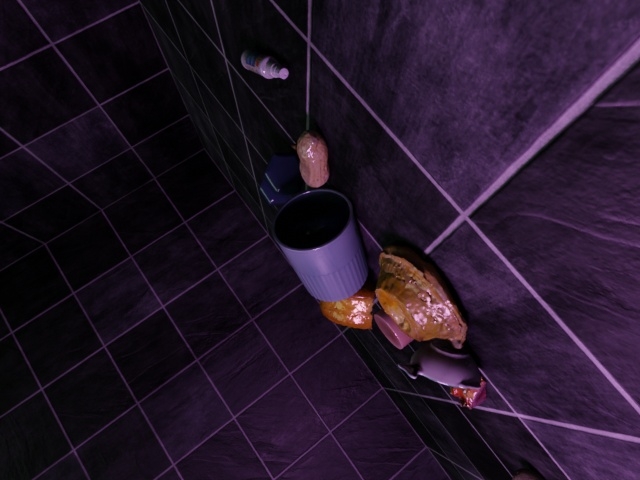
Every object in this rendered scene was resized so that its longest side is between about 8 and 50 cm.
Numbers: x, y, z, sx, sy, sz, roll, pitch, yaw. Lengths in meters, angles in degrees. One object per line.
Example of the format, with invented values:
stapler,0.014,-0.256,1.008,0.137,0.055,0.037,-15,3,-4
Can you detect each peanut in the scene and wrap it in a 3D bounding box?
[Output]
peanut,-0.020,-0.237,1.174,0.214,0.090,0.099,87,175,-65

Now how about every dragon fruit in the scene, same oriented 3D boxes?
dragon fruit,0.442,0.454,1.235,0.102,0.096,0.147,43,161,55

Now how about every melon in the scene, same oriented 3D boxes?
melon,0.660,0.776,1.258,0.131,0.098,0.098,52,167,13

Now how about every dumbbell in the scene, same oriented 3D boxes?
dumbbell,-0.150,-0.226,1.549,0.160,0.144,0.325,57,168,-4

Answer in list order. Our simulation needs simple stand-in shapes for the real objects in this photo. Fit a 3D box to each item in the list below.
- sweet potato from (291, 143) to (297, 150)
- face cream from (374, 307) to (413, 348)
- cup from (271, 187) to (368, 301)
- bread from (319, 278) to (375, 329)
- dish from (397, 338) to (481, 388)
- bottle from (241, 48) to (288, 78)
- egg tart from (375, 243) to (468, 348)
sweet potato,-0.052,-0.268,1.323,0.153,0.038,0.041,54,145,14
face cream,0.271,0.286,1.404,0.149,0.104,0.149,51,167,17
cup,-0.011,0.015,1.365,0.331,0.257,0.311,25,153,36
bread,0.082,0.210,1.552,0.340,0.178,0.195,-127,37,-74
dish,0.345,0.333,1.139,0.224,0.245,0.078,-153,71,-65
bottle,-0.148,-0.473,1.098,0.217,0.060,0.060,43,163,43
egg tart,0.256,0.167,1.117,0.341,0.129,0.341,50,165,19
